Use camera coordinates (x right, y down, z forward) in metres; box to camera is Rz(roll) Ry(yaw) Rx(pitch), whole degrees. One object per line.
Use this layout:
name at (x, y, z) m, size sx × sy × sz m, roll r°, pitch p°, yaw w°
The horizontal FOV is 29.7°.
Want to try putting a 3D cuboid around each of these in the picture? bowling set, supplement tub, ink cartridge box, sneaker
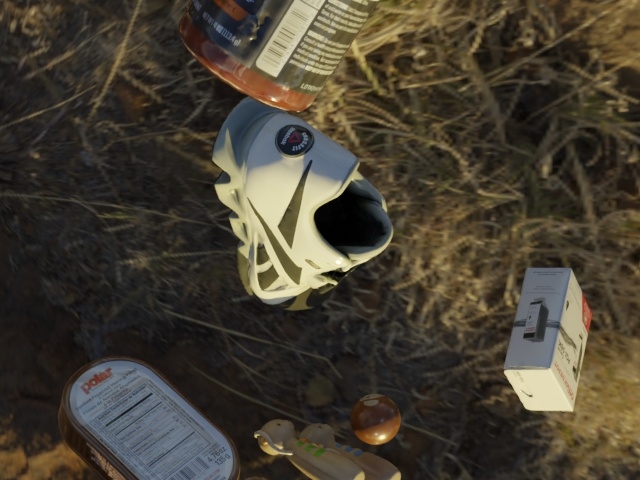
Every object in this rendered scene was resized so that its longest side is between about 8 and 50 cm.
bowling set at (-0.003, 0.244, 1.321) m, size 0.200 × 0.154 × 0.287 m, roll -64°, pitch 151°, yaw -3°
supplement tub at (-0.001, -0.188, 0.767) m, size 0.106 × 0.106 × 0.198 m, roll 28°, pitch 110°, yaw -16°
ink cartridge box at (0.260, 0.113, 1.366) m, size 0.099 × 0.056 × 0.135 m, roll 54°, pitch 44°, yaw -44°
sneaker at (0.000, 0.000, 1.163) m, size 0.146 × 0.330 × 0.122 m, roll 24°, pitch 71°, yaw 20°

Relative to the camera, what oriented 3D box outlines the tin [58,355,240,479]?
tin at (-0.153, 0.178, 1.083) m, size 0.189 × 0.040 × 0.106 m, roll 38°, pitch 44°, yaw 20°
